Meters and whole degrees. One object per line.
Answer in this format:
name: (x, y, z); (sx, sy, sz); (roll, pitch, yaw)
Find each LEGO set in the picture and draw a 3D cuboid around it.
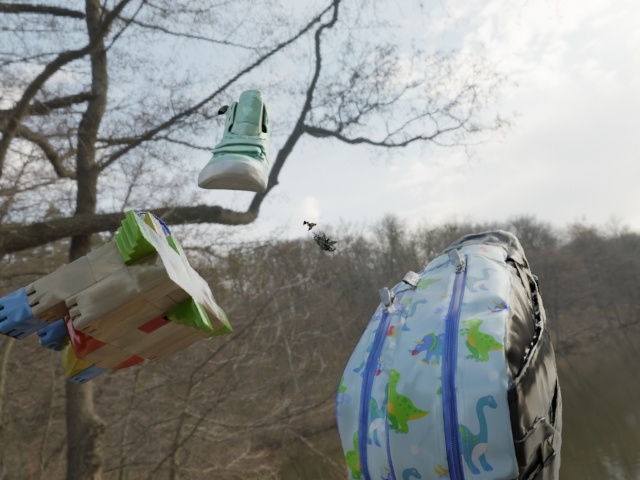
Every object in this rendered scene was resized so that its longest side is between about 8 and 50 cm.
LEGO set: (-0.002, -0.001, 0.918); (0.083, 0.023, 0.054); (38, -19, -22)

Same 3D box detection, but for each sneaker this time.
sneaker: (-0.117, -0.145, 0.772); (0.094, 0.151, 0.256); (4, 6, -6)

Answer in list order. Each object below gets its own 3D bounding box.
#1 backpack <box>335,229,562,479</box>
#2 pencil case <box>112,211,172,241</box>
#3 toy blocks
backpack: (0.165, 0.170, 0.631); (0.273, 0.290, 0.355); (-6, 16, 8)
pencil case: (-0.472, 0.076, 1.332); (0.306, 0.133, 0.119); (-52, -9, 19)
toy blocks: (-0.324, 0.126, 0.878); (0.260, 0.191, 0.381); (-29, -22, -5)
